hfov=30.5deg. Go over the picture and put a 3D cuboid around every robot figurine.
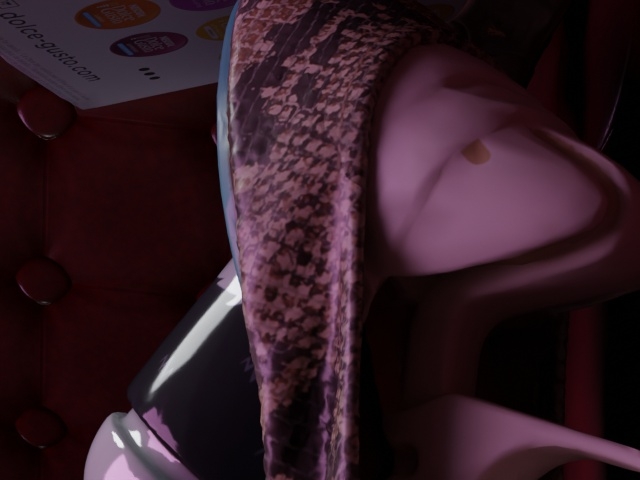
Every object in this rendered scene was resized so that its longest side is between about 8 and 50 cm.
[{"bbox_3d":[-0.004,0.091,0.656,0.278,0.173,0.209,-51,2,-3],"label":"robot figurine"}]

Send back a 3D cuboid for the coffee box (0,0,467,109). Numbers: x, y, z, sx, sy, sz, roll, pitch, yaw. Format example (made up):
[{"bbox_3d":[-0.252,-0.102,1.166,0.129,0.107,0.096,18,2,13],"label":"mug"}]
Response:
[{"bbox_3d":[-0.070,-0.307,0.730,0.337,0.334,0.338,37,-137,-81],"label":"coffee box"}]

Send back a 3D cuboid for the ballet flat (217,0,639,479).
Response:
[{"bbox_3d":[0.056,0.078,0.433,0.182,0.164,0.483,-19,62,44],"label":"ballet flat"}]

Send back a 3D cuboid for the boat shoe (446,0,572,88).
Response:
[{"bbox_3d":[0.083,-0.089,0.634,0.178,0.064,0.060,-53,-16,-18],"label":"boat shoe"}]
